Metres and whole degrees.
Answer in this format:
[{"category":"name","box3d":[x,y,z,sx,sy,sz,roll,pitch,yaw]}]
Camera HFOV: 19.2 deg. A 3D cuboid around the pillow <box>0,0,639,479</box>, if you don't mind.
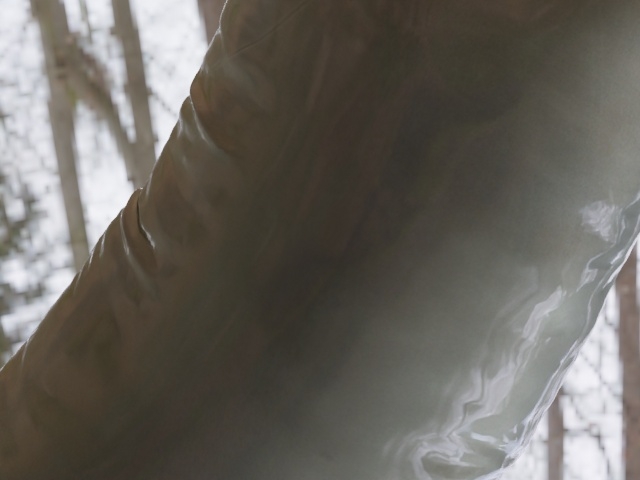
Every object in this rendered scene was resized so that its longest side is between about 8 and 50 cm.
[{"category":"pillow","box3d":[0.000,-0.001,0.452,0.144,0.254,0.078,37,-163,27]}]
